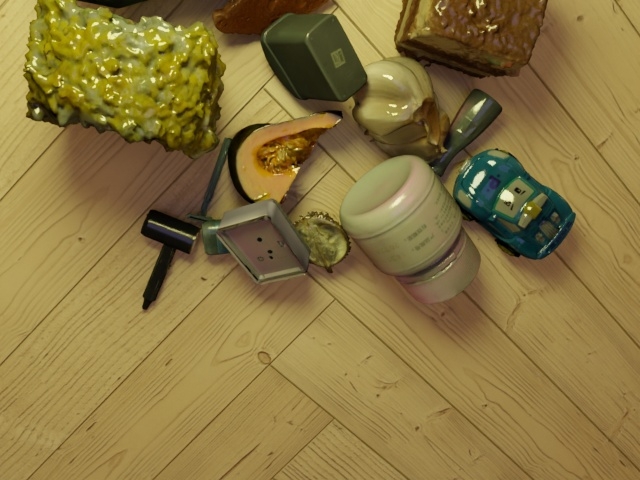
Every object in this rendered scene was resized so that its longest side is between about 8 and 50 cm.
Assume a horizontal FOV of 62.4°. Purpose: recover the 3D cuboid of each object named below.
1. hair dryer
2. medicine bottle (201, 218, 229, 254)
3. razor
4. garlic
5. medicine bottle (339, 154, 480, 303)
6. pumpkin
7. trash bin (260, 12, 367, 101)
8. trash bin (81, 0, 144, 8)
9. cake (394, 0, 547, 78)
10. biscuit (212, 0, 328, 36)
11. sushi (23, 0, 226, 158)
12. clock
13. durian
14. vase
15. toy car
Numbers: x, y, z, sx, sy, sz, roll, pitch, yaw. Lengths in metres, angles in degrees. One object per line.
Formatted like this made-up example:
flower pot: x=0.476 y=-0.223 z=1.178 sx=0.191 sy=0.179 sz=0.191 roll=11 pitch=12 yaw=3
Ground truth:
hair dryer: x=-0.396 y=0.056 z=1.268 sx=0.128 sy=0.070 sz=0.256 roll=25 pitch=105 yaw=-13
medicine bottle: x=-0.178 y=-0.016 z=1.273 sx=0.208 sy=0.054 sz=0.090 roll=-7 pitch=123 yaw=-12
razor: x=-0.251 y=-0.143 z=1.251 sx=0.084 sy=0.036 sz=0.211 roll=14 pitch=97 yaw=-35
garlic: x=0.170 y=-0.303 z=1.190 sx=0.281 sy=0.203 sz=0.185 roll=25 pitch=71 yaw=-51
medicine bottle: x=0.215 y=-0.019 z=1.234 sx=0.241 sy=0.241 sz=0.302 roll=-40 pitch=115 yaw=4
pumpkin: x=-0.071 y=-0.183 z=1.207 sx=0.280 sy=0.139 sz=0.190 roll=-12 pitch=103 yaw=-2
trash bin: x=-0.021 y=-0.382 z=1.107 sx=0.101 sy=0.236 sz=0.177 roll=-42 pitch=124 yaw=-12
trash bin: x=-0.303 y=-0.560 z=0.976 sx=0.343 sy=0.223 sz=0.158 roll=-6 pitch=105 yaw=16
cake: x=0.317 y=-0.503 z=1.101 sx=0.255 sy=0.290 sz=0.282 roll=13 pitch=99 yaw=-12
biscuit: x=-0.096 y=-0.503 z=1.114 sx=0.280 sy=0.183 sz=0.043 roll=-25 pitch=75 yaw=-13
sushi: x=-0.351 y=-0.303 z=1.010 sx=0.351 sy=0.396 sz=0.240 roll=12 pitch=100 yaw=-16
clock: x=-0.125 y=0.008 z=1.197 sx=0.144 sy=0.073 sz=0.193 roll=-13 pitch=132 yaw=23
durian: x=0.000 y=0.000 z=1.291 sx=0.148 sy=0.091 sz=0.189 roll=-16 pitch=117 yaw=7
vase: x=0.337 y=-0.254 z=1.277 sx=0.086 sy=0.086 sz=0.214 roll=34 pitch=103 yaw=-15
toy car: x=0.473 y=-0.087 z=1.296 sx=0.314 sy=0.166 sz=0.198 roll=37 pitch=94 yaw=-14
